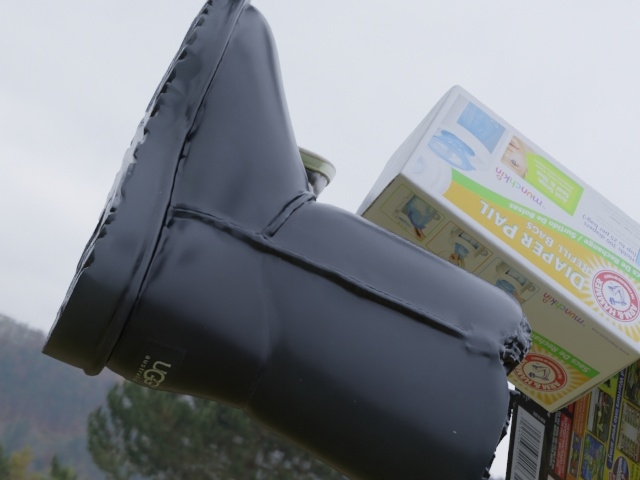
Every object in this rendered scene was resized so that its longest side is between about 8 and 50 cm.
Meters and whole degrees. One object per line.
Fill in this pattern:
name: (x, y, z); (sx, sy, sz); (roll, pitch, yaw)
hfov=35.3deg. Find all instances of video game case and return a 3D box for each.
video game case: (0.232, 0.154, 0.824); (0.035, 0.275, 0.248); (-1, 14, -17)

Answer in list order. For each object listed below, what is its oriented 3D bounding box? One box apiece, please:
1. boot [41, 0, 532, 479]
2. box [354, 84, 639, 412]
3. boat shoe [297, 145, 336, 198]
boot: (0.000, 0.000, 0.497); (0.207, 0.246, 0.094); (26, -45, -15)
box: (0.131, 0.008, 0.715); (0.203, 0.114, 0.103); (36, -41, -4)
boat shoe: (-0.041, -0.039, 0.907); (0.080, 0.073, 0.223); (22, -7, -7)
